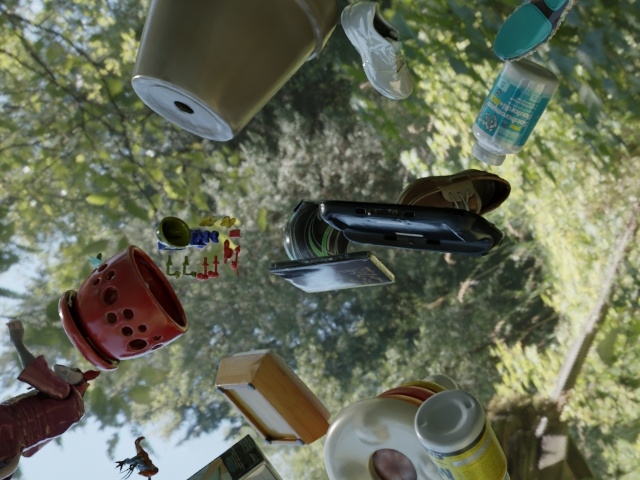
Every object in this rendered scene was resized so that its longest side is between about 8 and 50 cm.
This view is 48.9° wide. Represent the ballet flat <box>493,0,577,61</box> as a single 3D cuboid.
[{"bbox_3d":[0.387,-0.389,1.170,0.077,0.241,0.091,-19,-109,-37],"label":"ballet flat"}]

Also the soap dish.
[{"bbox_3d":[-0.132,0.428,1.890,0.290,0.229,0.118,52,-127,-17],"label":"soap dish"}]

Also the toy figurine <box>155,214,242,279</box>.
[{"bbox_3d":[-0.426,0.023,2.121,0.363,0.217,0.191,-1,-90,-60],"label":"toy figurine"}]

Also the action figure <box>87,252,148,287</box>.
[{"bbox_3d":[-0.537,0.112,1.985,0.232,0.063,0.137,27,162,18],"label":"action figure"}]

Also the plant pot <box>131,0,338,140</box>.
[{"bbox_3d":[-0.170,-0.336,1.192,0.323,0.323,0.280,40,-110,-44],"label":"plant pot"}]

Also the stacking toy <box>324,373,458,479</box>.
[{"bbox_3d":[0.253,0.461,1.770,0.350,0.351,0.480,58,-149,-1],"label":"stacking toy"}]

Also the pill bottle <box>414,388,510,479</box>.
[{"bbox_3d":[0.250,0.364,1.209,0.119,0.119,0.208,-94,-22,-56],"label":"pill bottle"}]

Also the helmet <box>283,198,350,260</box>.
[{"bbox_3d":[0.000,0.000,1.588,0.169,0.170,0.161,16,-93,-65],"label":"helmet"}]

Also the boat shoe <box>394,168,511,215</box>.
[{"bbox_3d":[0.291,-0.090,1.533,0.325,0.116,0.123,-24,-70,-35],"label":"boat shoe"}]

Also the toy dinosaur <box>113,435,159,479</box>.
[{"bbox_3d":[-0.241,0.297,0.942,0.047,0.082,0.090,33,-130,-36],"label":"toy dinosaur"}]

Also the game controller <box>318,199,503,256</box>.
[{"bbox_3d":[0.152,-0.029,1.237,0.166,0.319,0.067,39,-116,-49],"label":"game controller"}]

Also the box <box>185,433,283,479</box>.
[{"bbox_3d":[-0.208,0.535,1.374,0.087,0.290,0.169,41,161,53],"label":"box"}]

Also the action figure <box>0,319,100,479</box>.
[{"bbox_3d":[-0.534,0.320,1.246,0.276,0.247,0.370,25,-147,31],"label":"action figure"}]

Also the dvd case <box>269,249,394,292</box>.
[{"bbox_3d":[0.026,0.057,1.197,0.221,0.165,0.018,39,-135,-70],"label":"dvd case"}]

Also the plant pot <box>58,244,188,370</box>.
[{"bbox_3d":[-0.361,0.130,1.278,0.191,0.174,0.191,57,177,4],"label":"plant pot"}]

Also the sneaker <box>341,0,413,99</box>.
[{"bbox_3d":[0.126,-0.352,1.316,0.212,0.094,0.080,50,-118,-30],"label":"sneaker"}]

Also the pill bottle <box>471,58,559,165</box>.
[{"bbox_3d":[0.488,-0.325,1.815,0.146,0.264,0.146,16,-148,-10],"label":"pill bottle"}]
